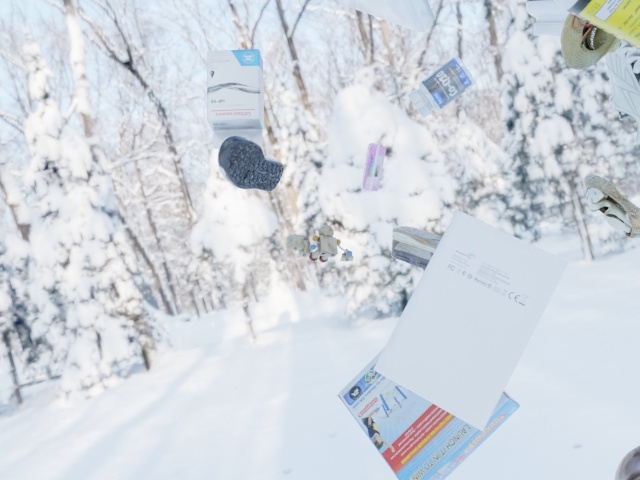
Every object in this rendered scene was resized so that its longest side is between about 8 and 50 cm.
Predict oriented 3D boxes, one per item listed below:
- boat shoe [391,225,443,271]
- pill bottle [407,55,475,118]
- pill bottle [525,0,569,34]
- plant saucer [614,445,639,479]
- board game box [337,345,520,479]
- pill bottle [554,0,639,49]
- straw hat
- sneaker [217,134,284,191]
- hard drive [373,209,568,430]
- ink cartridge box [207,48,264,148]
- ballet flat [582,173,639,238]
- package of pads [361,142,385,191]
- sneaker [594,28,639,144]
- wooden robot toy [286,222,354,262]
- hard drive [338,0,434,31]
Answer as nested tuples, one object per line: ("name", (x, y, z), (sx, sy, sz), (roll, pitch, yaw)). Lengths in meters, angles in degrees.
("boat shoe", (0.283, 0.046, 1.612), (0.285, 0.093, 0.102), (25, 26, 38))
("pill bottle", (0.268, -0.339, 1.512), (0.137, 0.078, 0.078), (-36, -7, 12))
("pill bottle", (0.676, -0.745, 1.901), (0.181, 0.323, 0.181), (0, 16, 0))
("plant saucer", (0.686, 0.534, 1.267), (0.050, 0.311, 0.310), (-16, -2, -36))
("board game box", (0.241, 0.369, 1.570), (0.308, 0.302, 0.086), (-46, -39, 7))
("pill bottle", (0.532, -0.359, 0.988), (0.188, 0.333, 0.188), (-61, -1, -2))
("straw hat", (0.491, -0.360, 1.181), (0.061, 0.145, 0.144), (12, -16, -25))
("sneaker", (-0.148, -0.141, 1.222), (0.097, 0.084, 0.234), (29, 0, 17))
("hard drive", (0.259, 0.134, 1.180), (0.210, 0.319, 0.040), (27, -3, 15))
("ink cartridge box", (-0.163, -0.273, 1.309), (0.104, 0.180, 0.060), (-2, -10, 1))
("ballet flat", (0.635, -0.076, 1.485), (0.067, 0.073, 0.206), (-23, 44, -16))
("package of pads", (0.095, -0.132, 1.216), (0.031, 0.083, 0.050), (9, 12, -1))
("sneaker", (0.602, -0.311, 1.315), (0.110, 0.292, 0.118), (0, -33, -35))
("wooden robot toy", (0.000, 0.000, 1.511), (0.173, 0.079, 0.076), (10, -25, -27))
("hard drive", (0.044, -0.453, 1.031), (0.040, 0.203, 0.307), (-54, -34, -4))
